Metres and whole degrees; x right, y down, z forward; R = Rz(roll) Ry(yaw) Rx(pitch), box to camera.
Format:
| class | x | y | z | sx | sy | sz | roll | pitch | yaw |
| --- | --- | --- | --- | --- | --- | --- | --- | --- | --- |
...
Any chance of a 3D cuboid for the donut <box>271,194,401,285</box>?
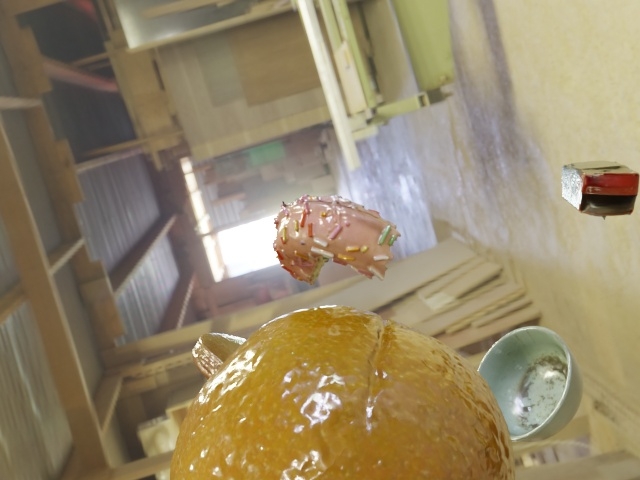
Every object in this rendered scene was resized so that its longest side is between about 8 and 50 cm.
| class | x | y | z | sx | sy | sz | roll | pitch | yaw |
| --- | --- | --- | --- | --- | --- | --- | --- | --- | --- |
| donut | 0.000 | 0.000 | 0.840 | 0.166 | 0.117 | 0.065 | -23 | 41 | 55 |

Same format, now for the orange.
| class | x | y | z | sx | sy | sz | roll | pitch | yaw |
| --- | --- | --- | --- | --- | --- | --- | --- | --- | --- |
| orange | 0.021 | 0.217 | 0.761 | 0.357 | 0.322 | 0.322 | -64 | -42 | -84 |

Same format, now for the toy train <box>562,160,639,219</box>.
| class | x | y | z | sx | sy | sz | roll | pitch | yaw |
| --- | --- | --- | --- | --- | --- | --- | --- | --- | --- |
| toy train | 0.465 | -0.087 | 1.305 | 0.409 | 0.086 | 0.089 | -30 | -60 | -75 |

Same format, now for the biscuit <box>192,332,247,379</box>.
| class | x | y | z | sx | sy | sz | roll | pitch | yaw |
| --- | --- | --- | --- | --- | --- | --- | --- | --- | --- |
| biscuit | -0.063 | 0.234 | 1.220 | 0.277 | 0.052 | 0.262 | 37 | -173 | 35 |

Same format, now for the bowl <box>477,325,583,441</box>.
| class | x | y | z | sx | sy | sz | roll | pitch | yaw |
| --- | --- | --- | --- | --- | --- | --- | --- | --- | --- |
| bowl | 0.523 | 0.365 | 1.871 | 0.146 | 0.289 | 0.289 | 31 | -158 | -29 |
